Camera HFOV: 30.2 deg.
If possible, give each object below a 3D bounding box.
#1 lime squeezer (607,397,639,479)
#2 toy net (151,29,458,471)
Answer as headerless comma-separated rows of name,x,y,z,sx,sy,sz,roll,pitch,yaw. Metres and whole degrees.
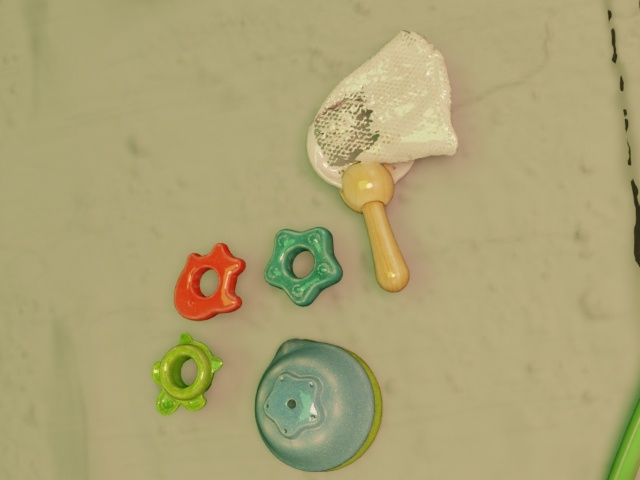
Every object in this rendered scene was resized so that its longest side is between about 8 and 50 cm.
lime squeezer,0.231,0.001,0.538,0.310,0.059,0.110,-35,102,12
toy net,0.000,0.000,0.624,0.122,0.045,0.232,21,89,24
